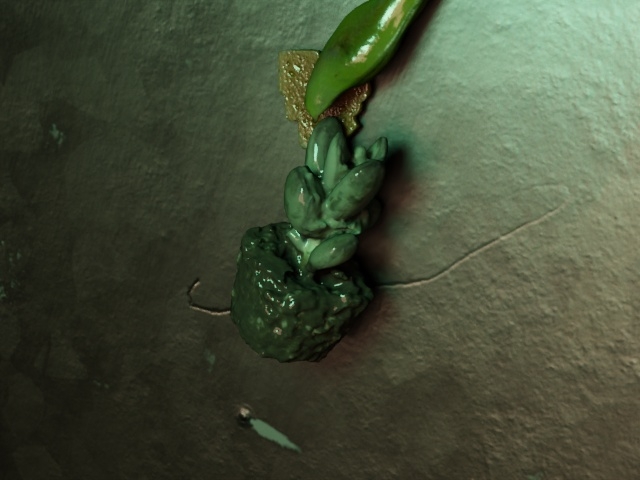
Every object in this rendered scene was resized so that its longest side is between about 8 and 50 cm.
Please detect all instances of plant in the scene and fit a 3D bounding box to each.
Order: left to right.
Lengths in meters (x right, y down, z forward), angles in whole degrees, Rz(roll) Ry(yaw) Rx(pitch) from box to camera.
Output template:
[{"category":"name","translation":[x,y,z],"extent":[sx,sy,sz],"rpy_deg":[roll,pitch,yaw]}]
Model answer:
[{"category":"plant","translation":[0.001,0.002,1.331],"extent":[0.146,0.149,0.274],"rpy_deg":[41,119,38]}]

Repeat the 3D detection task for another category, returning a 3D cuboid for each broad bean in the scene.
[{"category":"broad bean","translation":[0.080,-0.261,1.275],"extent":[0.075,0.067,0.325],"rpy_deg":[39,106,11]}]

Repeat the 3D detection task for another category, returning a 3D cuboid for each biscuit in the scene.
[{"category":"biscuit","translation":[-0.002,-0.173,1.366],"extent":[0.119,0.019,0.130],"rpy_deg":[-42,83,27]}]
